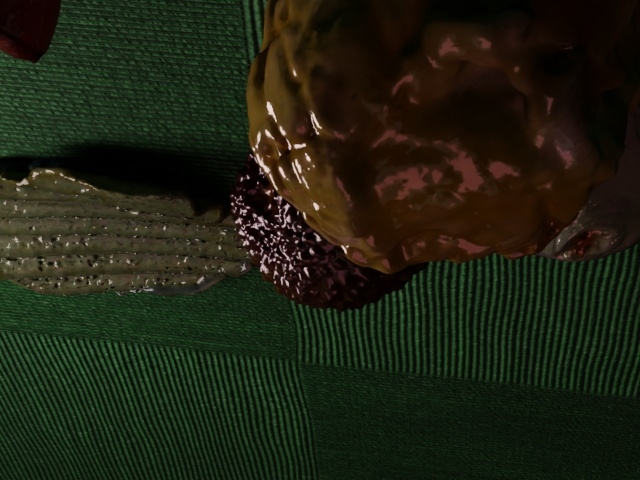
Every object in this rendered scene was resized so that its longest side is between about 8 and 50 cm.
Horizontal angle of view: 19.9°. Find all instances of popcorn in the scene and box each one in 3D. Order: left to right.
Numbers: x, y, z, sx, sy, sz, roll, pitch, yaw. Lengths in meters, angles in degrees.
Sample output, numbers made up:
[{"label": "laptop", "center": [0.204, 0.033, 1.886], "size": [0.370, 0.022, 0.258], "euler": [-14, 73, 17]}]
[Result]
[{"label": "popcorn", "center": [0.120, -0.170, 1.661], "size": [0.390, 0.354, 0.344], "euler": [-28, 149, 17]}]

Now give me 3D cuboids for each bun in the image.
[{"label": "bun", "center": [0.274, -0.062, 1.999], "size": [0.293, 0.187, 0.293], "euler": [7, 155, 3]}]

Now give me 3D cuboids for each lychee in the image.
[{"label": "lychee", "center": [0.040, -0.038, 2.076], "size": [0.271, 0.271, 0.271], "euler": [7, 153, 4]}]

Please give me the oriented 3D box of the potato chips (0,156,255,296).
[{"label": "potato chips", "center": [-0.286, -0.011, 2.392], "size": [0.429, 0.070, 0.358], "euler": [2, 154, 13]}]

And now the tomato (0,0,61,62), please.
[{"label": "tomato", "center": [-0.351, -0.303, 1.749], "size": [0.309, 0.170, 0.309], "euler": [28, -176, -2]}]
